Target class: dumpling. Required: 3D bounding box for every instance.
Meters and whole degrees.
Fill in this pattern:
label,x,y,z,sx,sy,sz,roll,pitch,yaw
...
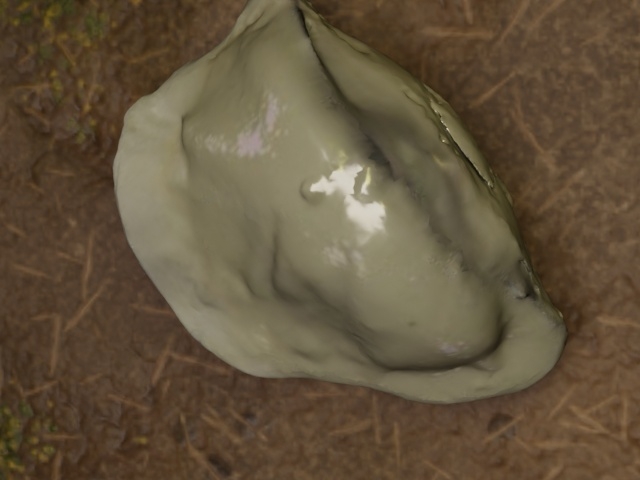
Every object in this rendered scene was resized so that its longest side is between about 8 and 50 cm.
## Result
label,x,y,z,sx,sy,sz,roll,pitch,yaw
dumpling,0.000,0.000,1.232,0.243,0.187,0.318,-36,89,15
